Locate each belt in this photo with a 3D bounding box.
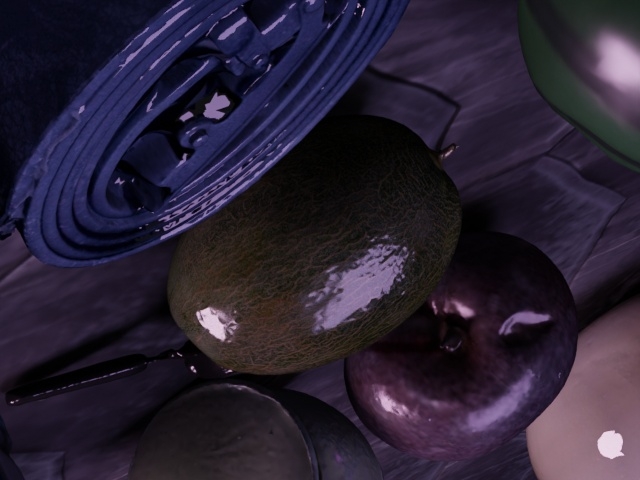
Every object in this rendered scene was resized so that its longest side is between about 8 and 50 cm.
[{"bbox_3d":[-0.057,-0.072,0.482,0.190,0.082,0.141,-44,158,27],"label":"belt"}]

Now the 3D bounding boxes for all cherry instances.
[{"bbox_3d":[0.095,0.076,0.915,0.176,0.140,0.176,-42,167,-12],"label":"cherry"}]

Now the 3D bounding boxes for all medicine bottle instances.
[{"bbox_3d":[-0.042,0.175,0.934,0.147,0.147,0.143,-37,156,12],"label":"medicine bottle"}]

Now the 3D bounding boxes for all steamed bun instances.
[{"bbox_3d":[0.357,0.158,1.341,0.324,0.206,0.324,-28,155,-14],"label":"steamed bun"}]

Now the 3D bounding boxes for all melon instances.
[{"bbox_3d":[0.000,0.000,0.668,0.167,0.114,0.114,-37,158,9],"label":"melon"}]

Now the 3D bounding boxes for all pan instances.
[{"bbox_3d":[-0.066,0.064,0.776,0.235,0.028,0.136,-18,-176,-8],"label":"pan"}]

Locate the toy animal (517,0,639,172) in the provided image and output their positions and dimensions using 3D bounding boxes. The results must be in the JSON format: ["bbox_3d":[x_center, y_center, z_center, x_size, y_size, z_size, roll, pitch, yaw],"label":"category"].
[{"bbox_3d":[0.207,-0.143,0.531,0.216,0.191,0.338,-19,155,-30],"label":"toy animal"}]

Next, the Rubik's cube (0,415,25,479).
[{"bbox_3d":[-0.238,0.121,0.380,0.293,0.292,0.287,-30,159,-9],"label":"Rubik's cube"}]
